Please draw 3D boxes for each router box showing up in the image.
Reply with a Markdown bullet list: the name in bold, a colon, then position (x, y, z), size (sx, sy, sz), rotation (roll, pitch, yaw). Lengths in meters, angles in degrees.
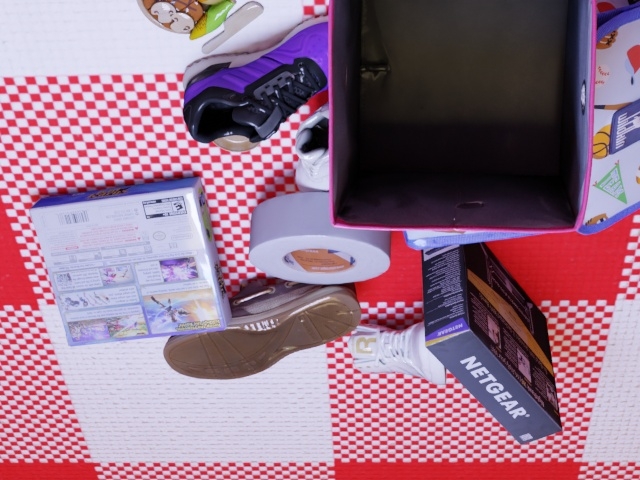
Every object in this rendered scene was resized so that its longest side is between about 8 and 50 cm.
- **router box**: position (0.273, 0.145, 1.818), size (0.081, 0.243, 0.309), rotation (-25, 129, 25)

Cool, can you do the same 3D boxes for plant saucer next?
- **plant saucer**: position (-0.124, -0.165, 1.674), size (0.083, 0.015, 0.083), rotation (1, 137, 1)

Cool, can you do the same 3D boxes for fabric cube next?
- **fabric cube**: position (0.150, -0.161, 1.210), size (0.259, 0.258, 0.254), rotation (2, 105, 8)

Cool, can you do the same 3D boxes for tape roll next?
- **tape roll**: position (0.000, 0.000, 1.744), size (0.219, 0.072, 0.219), rotation (3, 158, 1)

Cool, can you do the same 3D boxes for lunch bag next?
- **lunch bag**: position (0.279, -0.179, 1.482), size (0.385, 0.239, 0.328), rotation (-6, 129, 3)

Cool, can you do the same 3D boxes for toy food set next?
- **toy food set**: position (-0.182, -0.321, 1.498), size (0.132, 0.038, 0.192), rotation (-33, 126, 31)

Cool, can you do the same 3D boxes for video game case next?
- **video game case**: position (-0.296, 0.036, 1.798), size (0.269, 0.061, 0.244), rotation (-7, 111, 10)

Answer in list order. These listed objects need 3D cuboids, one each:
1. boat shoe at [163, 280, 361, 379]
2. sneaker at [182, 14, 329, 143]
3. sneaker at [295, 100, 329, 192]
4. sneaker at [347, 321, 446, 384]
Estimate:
- **boat shoe**: position (-0.099, 0.130, 1.902), size (0.342, 0.123, 0.123), rotation (-21, 126, 11)
- **sneaker**: position (-0.057, -0.200, 1.542), size (0.293, 0.146, 0.102), rotation (-17, 133, 20)
- **sneaker**: position (-0.002, -0.134, 1.608), size (0.090, 0.115, 0.232), rotation (47, 142, 16)
- **sneaker**: position (0.127, 0.187, 1.897), size (0.169, 0.108, 0.292), rotation (3, 168, 4)
